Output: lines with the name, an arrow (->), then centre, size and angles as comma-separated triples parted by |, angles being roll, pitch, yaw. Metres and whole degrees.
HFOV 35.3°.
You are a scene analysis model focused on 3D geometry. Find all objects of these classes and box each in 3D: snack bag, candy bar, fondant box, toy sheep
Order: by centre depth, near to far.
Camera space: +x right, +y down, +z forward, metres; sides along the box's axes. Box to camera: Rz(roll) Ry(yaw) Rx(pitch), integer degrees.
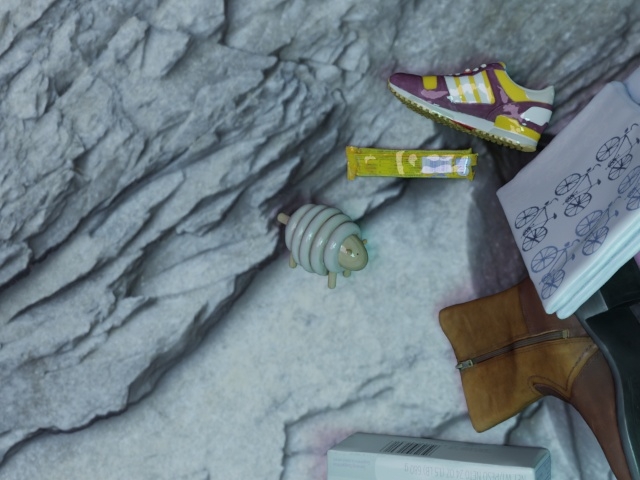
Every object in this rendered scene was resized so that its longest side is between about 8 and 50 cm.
snack bag -> 0.309, -0.107, 0.931 | 0.037, 0.323, 0.342 | 41, 108, -12
fondant box -> 0.135, 0.397, 1.138 | 0.238, 0.096, 0.330 | 0, 93, 23
candy bar -> 0.104, -0.089, 1.170 | 0.161, 0.018, 0.040 | 2, 97, 22
toy sheep -> 0.000, 0.000, 1.184 | 0.132, 0.091, 0.091 | 24, 101, 25

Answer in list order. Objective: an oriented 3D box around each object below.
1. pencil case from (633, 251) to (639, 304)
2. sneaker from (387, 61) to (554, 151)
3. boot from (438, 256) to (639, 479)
pencil case -> 0.394, 0.099, 0.968 | 0.160, 0.167, 0.386 | -15, 83, -19
sneaker -> 0.168, -0.165, 1.119 | 0.185, 0.069, 0.084 | 24, 92, 14
boot -> 0.225, 0.158, 1.010 | 0.280, 0.096, 0.264 | -39, 68, 56
